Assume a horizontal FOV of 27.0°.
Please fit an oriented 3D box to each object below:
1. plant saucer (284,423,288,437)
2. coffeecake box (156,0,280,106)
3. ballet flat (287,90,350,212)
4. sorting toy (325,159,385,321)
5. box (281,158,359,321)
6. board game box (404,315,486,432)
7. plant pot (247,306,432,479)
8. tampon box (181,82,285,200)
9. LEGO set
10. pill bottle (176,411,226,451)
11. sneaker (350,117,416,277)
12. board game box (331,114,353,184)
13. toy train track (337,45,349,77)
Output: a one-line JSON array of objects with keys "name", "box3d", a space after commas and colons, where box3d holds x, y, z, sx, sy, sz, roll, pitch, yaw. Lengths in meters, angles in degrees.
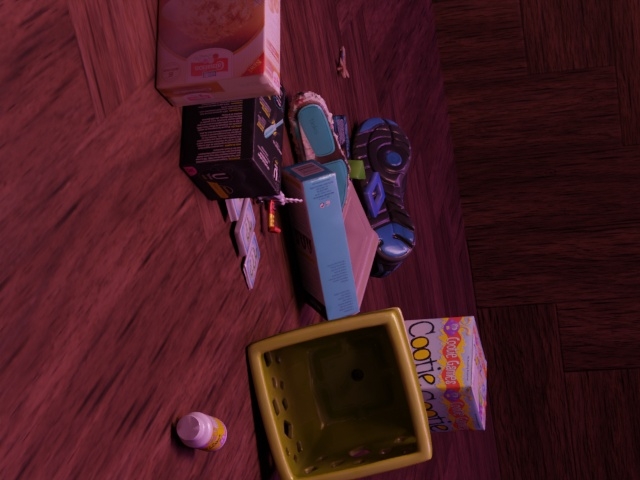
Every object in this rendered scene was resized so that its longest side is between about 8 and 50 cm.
[{"name": "plant saucer", "box3d": [-0.034, 0.293, 2.095, 0.192, 0.018, 0.067, -49, 132, -71]}, {"name": "coffeecake box", "box3d": [-0.126, -0.270, 1.663, 0.068, 0.142, 0.186, 46, 41, -67]}, {"name": "ballet flat", "box3d": [-0.002, -0.149, 2.249, 0.077, 0.091, 0.241, -114, -168, -57]}, {"name": "sorting toy", "box3d": [0.037, 0.014, 2.380, 0.196, 0.047, 0.348, 58, 42, -52]}, {"name": "box", "box3d": [0.000, 0.000, 2.150, 0.100, 0.060, 0.244, -143, -141, -62]}, {"name": "board game box", "box3d": [0.132, 0.232, 2.244, 0.144, 0.275, 0.142, 68, 22, -48]}, {"name": "plant pot", "box3d": [0.041, 0.220, 1.973, 0.207, 0.228, 0.227, -30, 106, -79]}, {"name": "tampon box", "box3d": [-0.114, -0.149, 1.755, 0.120, 0.101, 0.161, 54, 35, -63]}, {"name": "LEGO set", "box3d": [-0.081, -0.074, 1.956, 0.244, 0.060, 0.182, -79, 163, -48]}, {"name": "pill bottle", "box3d": [-0.146, 0.232, 1.618, 0.083, 0.043, 0.043, 42, 45, -69]}, {"name": "sneaker", "box3d": [0.111, -0.088, 2.665, 0.140, 0.125, 0.341, 115, -22, -59]}, {"name": "board game box", "box3d": [0.033, -0.140, 2.485, 0.126, 0.026, 0.186, -23, 108, -75]}, {"name": "toy train track", "box3d": [0.042, -0.350, 2.617, 0.048, 0.014, 0.083, 60, 22, -44]}]
